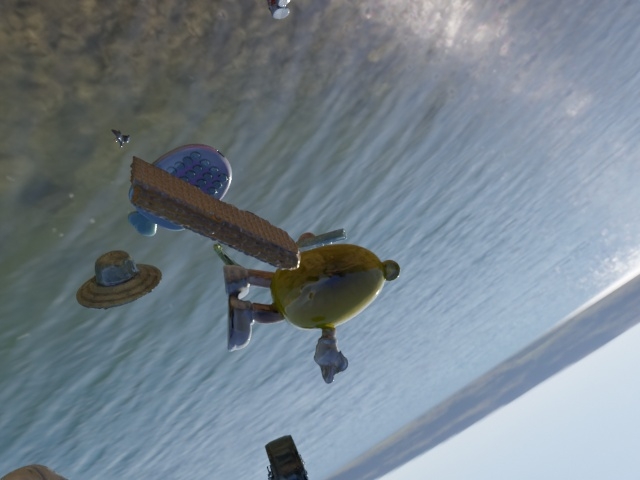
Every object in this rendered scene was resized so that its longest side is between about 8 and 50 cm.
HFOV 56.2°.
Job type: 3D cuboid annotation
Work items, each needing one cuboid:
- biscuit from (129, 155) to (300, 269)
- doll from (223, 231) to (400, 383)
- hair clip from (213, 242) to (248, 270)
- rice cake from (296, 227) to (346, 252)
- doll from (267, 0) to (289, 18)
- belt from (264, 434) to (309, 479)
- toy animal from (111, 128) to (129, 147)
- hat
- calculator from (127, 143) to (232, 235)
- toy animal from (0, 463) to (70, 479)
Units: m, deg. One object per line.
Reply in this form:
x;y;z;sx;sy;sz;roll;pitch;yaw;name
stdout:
-0.196;-0.039;1.153;0.379;0.094;0.054;26;113;-32;biscuit
-0.048;0.146;1.481;0.161;0.424;0.347;89;20;-80;doll
-0.232;0.077;1.684;0.033;0.188;0.060;-44;-161;17;hair clip
0.000;0.000;1.250;0.121;0.022;0.021;-16;143;28;rice cake
-0.064;-0.420;0.958;0.079;0.180;0.094;9;137;-13;doll
-0.096;0.673;1.731;0.116;0.206;0.267;-18;169;-11;belt
-0.572;-0.288;1.709;0.084;0.028;0.050;1;104;-75;toy animal
-0.595;0.088;1.736;0.252;0.252;0.109;-23;120;-29;hat
-0.342;-0.115;1.426;0.299;0.041;0.185;-37;127;20;calculator
-0.745;0.695;1.553;0.272;0.265;0.205;-32;133;-33;toy animal
